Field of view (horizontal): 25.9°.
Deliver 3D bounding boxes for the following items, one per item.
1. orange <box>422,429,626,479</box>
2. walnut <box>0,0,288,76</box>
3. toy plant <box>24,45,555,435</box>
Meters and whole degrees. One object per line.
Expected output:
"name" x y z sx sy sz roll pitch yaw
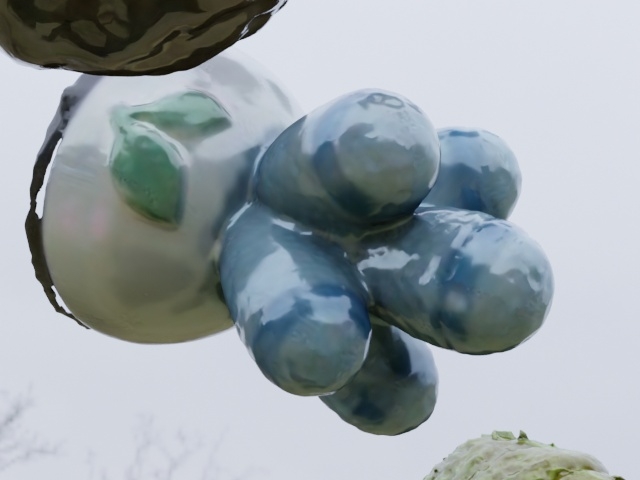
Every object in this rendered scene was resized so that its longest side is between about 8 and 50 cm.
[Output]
"orange" 0.178 0.318 1.288 0.223 0.301 0.300 9 -57 -34
"walnut" -0.089 -0.178 0.629 0.224 0.224 0.224 5 -21 2
"toy plant" 0.000 0.000 0.917 0.332 0.247 0.247 20 -12 32
